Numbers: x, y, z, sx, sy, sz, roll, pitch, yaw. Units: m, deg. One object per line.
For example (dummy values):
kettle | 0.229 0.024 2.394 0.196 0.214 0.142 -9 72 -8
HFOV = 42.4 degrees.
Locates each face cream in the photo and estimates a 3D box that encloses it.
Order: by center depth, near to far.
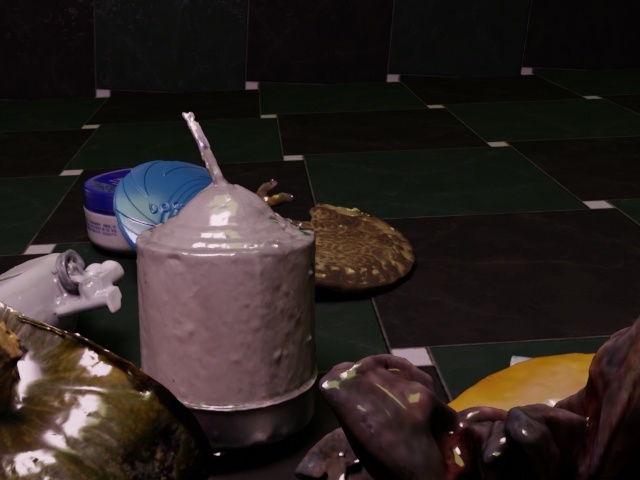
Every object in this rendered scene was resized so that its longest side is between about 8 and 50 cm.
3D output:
face cream | -0.290 -0.051 1.387 0.206 0.111 0.206 0 20 0

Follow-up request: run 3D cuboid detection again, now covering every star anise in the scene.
star anise | 0.121 0.130 0.444 0.283 0.212 0.129 -7 51 23

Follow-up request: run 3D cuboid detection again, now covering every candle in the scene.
candle | -0.095 0.040 0.826 0.188 0.330 0.187 0 12 0

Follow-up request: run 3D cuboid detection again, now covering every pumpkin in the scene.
pumpkin | -0.259 0.164 0.584 0.325 0.242 0.232 19 45 9

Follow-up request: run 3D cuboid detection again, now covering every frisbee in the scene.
frisbee | -0.192 -0.039 1.251 0.242 0.045 0.242 19 43 -19

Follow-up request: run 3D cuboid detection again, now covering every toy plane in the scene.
toy plane | -0.357 0.094 0.978 0.267 0.122 0.267 -18 17 6

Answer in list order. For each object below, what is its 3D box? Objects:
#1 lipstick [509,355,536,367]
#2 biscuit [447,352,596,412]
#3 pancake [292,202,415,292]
lipstick | 0.281 0.153 0.875 0.158 0.048 0.048 4 21 16
biscuit | 0.220 0.229 0.536 0.430 0.104 0.446 9 34 30
pancake | 0.000 0.000 1.247 0.286 0.033 0.288 19 25 12
